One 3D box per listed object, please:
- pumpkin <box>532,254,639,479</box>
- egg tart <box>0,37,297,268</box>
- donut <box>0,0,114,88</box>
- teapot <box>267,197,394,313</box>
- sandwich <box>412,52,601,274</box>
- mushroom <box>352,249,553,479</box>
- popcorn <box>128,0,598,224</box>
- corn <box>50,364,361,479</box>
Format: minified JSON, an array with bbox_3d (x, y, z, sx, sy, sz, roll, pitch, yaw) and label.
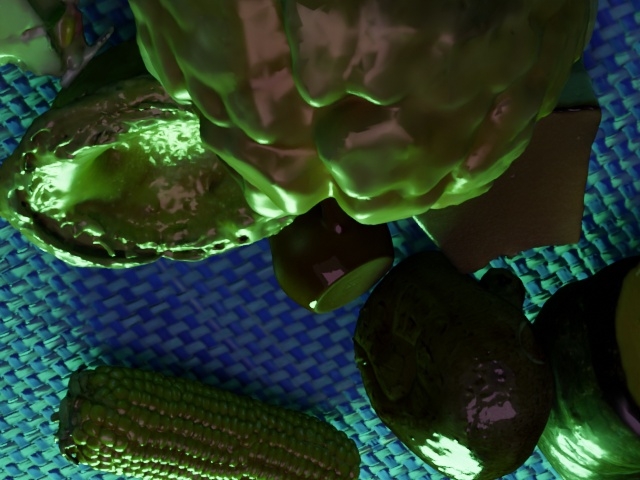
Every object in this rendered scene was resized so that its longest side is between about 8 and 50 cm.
[{"bbox_3d":[0.310,0.128,1.829,0.325,0.242,0.232,24,154,-31],"label":"pumpkin"},{"bbox_3d":[-0.132,-0.075,1.621,0.288,0.118,0.288,-10,150,-6],"label":"egg tart"},{"bbox_3d":[-0.384,-0.184,1.511,0.371,0.150,0.307,-27,129,18],"label":"donut"},{"bbox_3d":[0.000,0.000,1.741,0.116,0.116,0.173,4,153,-7],"label":"teapot"},{"bbox_3d":[0.116,-0.070,1.676,0.220,0.108,0.186,-1,131,-6],"label":"sandwich"},{"bbox_3d":[0.110,0.115,1.753,0.138,0.231,0.194,9,101,-29],"label":"mushroom"},{"bbox_3d":[0.029,-0.210,1.359,0.344,0.354,0.390,-20,114,-13],"label":"popcorn"},{"bbox_3d":[-0.105,0.192,1.902,0.305,0.106,0.106,14,129,-18],"label":"corn"}]
